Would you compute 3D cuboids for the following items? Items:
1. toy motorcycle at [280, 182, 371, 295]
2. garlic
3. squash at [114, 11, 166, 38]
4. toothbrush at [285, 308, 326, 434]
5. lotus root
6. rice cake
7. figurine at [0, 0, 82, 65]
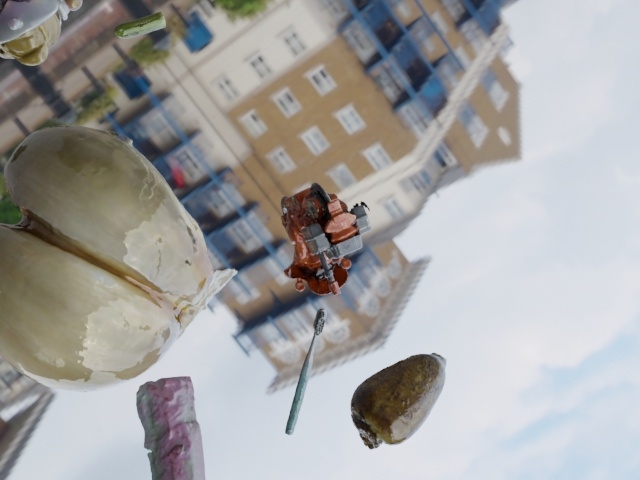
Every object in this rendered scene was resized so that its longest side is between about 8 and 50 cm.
[{"bbox_3d":[0.000,0.000,2.032,0.147,0.221,0.325,-25,-177,-17],"label":"toy motorcycle"},{"bbox_3d":[-0.280,0.018,1.237,0.286,0.313,0.249,-49,-173,10],"label":"garlic"},{"bbox_3d":[-0.293,-0.346,1.645,0.083,0.028,0.027,-23,-171,-18],"label":"squash"},{"bbox_3d":[-0.016,0.140,1.052,0.014,0.011,0.167,-94,-164,-58],"label":"toothbrush"},{"bbox_3d":[0.126,0.223,1.508,0.190,0.108,0.094,-41,154,-24],"label":"lotus root"},{"bbox_3d":[-0.176,0.302,1.216,0.051,0.081,0.291,-33,-124,49],"label":"rice cake"},{"bbox_3d":[-0.548,-0.455,1.927,0.193,0.133,0.274,-6,-126,20],"label":"figurine"}]
